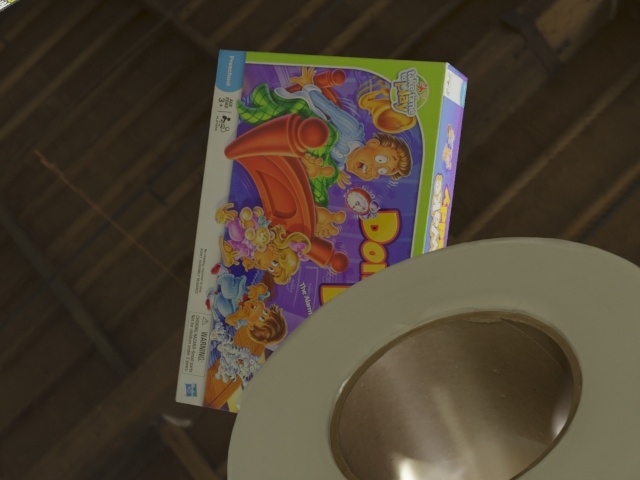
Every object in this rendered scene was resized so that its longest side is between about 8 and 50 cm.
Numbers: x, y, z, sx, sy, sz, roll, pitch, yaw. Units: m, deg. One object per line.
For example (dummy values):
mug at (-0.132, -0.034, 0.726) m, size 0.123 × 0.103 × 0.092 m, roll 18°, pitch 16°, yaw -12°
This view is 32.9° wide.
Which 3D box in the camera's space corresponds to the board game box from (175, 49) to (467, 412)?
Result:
board game box at (0.000, 0.000, 1.043) m, size 0.233 × 0.078 × 0.347 m, roll 7°, pitch -90°, yaw 22°

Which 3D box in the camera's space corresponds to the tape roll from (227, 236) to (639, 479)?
tape roll at (0.093, 0.139, 0.581) m, size 0.246 × 0.169 × 0.246 m, roll -18°, pitch -147°, yaw 12°

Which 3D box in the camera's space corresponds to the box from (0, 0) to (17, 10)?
box at (-0.328, -0.317, 1.072) m, size 0.216 × 0.270 × 0.060 m, roll -26°, pitch -94°, yaw 16°
